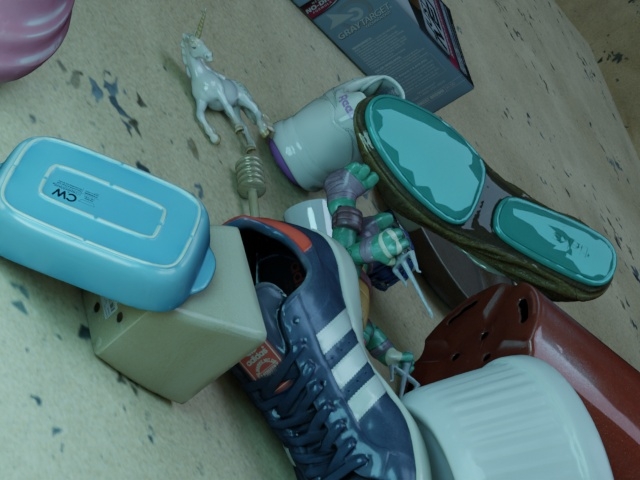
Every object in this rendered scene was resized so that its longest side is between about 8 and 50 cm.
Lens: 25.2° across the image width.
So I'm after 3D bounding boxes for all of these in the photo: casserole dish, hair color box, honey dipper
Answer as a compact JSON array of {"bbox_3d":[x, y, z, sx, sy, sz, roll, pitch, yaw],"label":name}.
[{"bbox_3d":[-0.162,-0.018,1.048,0.188,0.037,0.114,22,46,-3],"label":"casserole dish"},{"bbox_3d":[0.069,-0.355,2.074,0.374,0.114,0.185,39,29,-43],"label":"hair color box"},{"bbox_3d":[-0.064,-0.017,1.431,0.030,0.030,0.160,39,31,-43],"label":"honey dipper"}]

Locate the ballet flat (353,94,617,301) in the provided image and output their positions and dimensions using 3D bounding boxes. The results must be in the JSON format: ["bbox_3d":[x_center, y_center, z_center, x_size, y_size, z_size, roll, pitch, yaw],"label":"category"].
[{"bbox_3d":[0.161,-0.030,1.560,0.342,0.124,0.116,30,61,-11],"label":"ballet flat"}]

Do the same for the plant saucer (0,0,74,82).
[{"bbox_3d":[-0.304,-0.279,1.097,0.332,0.084,0.332,41,30,-30],"label":"plant saucer"}]

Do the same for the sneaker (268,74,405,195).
[{"bbox_3d":[0.055,-0.126,1.678,0.114,0.152,0.305,59,19,3],"label":"sneaker"}]

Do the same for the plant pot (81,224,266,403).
[{"bbox_3d":[-0.122,0.049,1.107,0.096,0.109,0.109,18,44,-43],"label":"plant pot"}]

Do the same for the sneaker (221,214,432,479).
[{"bbox_3d":[-0.020,0.123,1.227,0.148,0.131,0.350,26,32,-45],"label":"sneaker"}]

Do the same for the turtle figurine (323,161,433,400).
[{"bbox_3d":[0.041,0.046,1.392,0.175,0.118,0.234,92,-4,-47],"label":"turtle figurine"}]

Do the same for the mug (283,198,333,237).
[{"bbox_3d":[0.001,-0.002,1.519,0.078,0.062,0.064,18,54,-52],"label":"mug"}]

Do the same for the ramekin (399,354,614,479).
[{"bbox_3d":[0.144,0.241,1.266,0.273,0.127,0.272,174,-90,-71],"label":"ramekin"}]

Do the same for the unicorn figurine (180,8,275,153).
[{"bbox_3d":[-0.104,-0.154,1.495,0.111,0.060,0.162,66,5,17],"label":"unicorn figurine"}]

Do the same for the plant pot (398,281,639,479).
[{"bbox_3d":[0.243,0.200,1.554,0.265,0.272,0.272,43,25,-20],"label":"plant pot"}]

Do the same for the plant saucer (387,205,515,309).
[{"bbox_3d":[0.169,-0.011,1.934,0.310,0.050,0.310,48,23,-28],"label":"plant saucer"}]

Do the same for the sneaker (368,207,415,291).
[{"bbox_3d":[0.071,0.015,1.620,0.081,0.080,0.211,61,18,-1],"label":"sneaker"}]
